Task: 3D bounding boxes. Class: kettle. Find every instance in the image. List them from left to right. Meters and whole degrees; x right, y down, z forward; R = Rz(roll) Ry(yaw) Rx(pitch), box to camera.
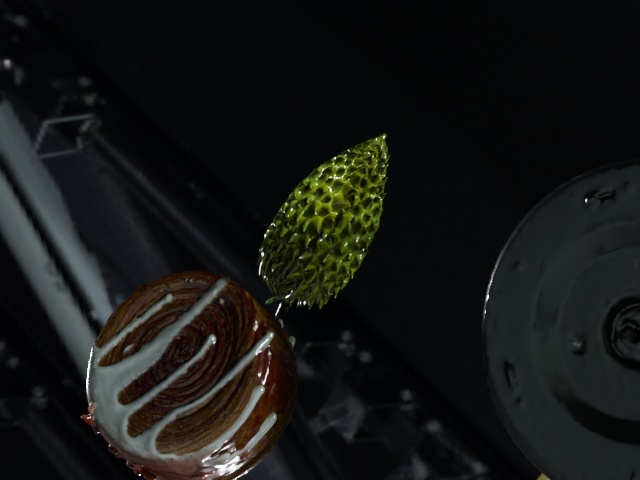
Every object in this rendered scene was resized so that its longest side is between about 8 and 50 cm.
[{"bbox_3d":[0.281,0.040,0.805,0.207,0.290,0.268,32,-74,37],"label":"kettle"}]

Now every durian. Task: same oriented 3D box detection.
[{"bbox_3d":[0.000,0.000,1.087,0.086,0.100,0.215,34,-71,2],"label":"durian"}]

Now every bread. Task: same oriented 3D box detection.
[{"bbox_3d":[-0.097,0.104,0.893,0.160,0.073,0.160,-8,-116,16],"label":"bread"}]

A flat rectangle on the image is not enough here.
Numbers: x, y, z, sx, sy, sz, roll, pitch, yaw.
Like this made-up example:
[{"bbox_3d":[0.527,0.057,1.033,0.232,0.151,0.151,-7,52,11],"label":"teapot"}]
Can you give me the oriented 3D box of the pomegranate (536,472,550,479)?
[{"bbox_3d":[0.337,0.331,1.138,0.332,0.332,0.332,11,-72,37],"label":"pomegranate"}]
